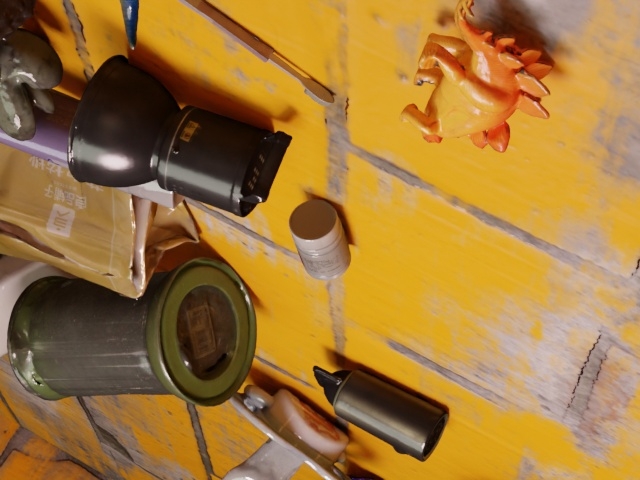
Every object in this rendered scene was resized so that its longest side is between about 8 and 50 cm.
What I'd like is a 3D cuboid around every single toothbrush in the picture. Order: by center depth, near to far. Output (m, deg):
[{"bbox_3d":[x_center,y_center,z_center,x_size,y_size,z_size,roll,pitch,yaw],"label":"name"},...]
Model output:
[{"bbox_3d":[-0.067,-0.190,1.380,0.194,0.014,0.017,36,158,-8],"label":"toothbrush"}]

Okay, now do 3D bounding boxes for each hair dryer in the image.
[{"bbox_3d":[0.089,0.265,2.052,0.195,0.078,0.248,26,162,20],"label":"hair dryer"}]

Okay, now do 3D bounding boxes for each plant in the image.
[{"bbox_3d":[-0.368,-0.222,1.535,0.149,0.146,0.274,12,155,20],"label":"plant"}]

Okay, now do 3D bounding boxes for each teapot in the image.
[{"bbox_3d":[-0.263,0.126,2.010,0.337,0.270,0.200,-5,100,36],"label":"teapot"}]

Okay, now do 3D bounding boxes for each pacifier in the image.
[{"bbox_3d":[-0.072,0.354,2.265,0.279,0.207,0.227,39,175,-13],"label":"pacifier"}]

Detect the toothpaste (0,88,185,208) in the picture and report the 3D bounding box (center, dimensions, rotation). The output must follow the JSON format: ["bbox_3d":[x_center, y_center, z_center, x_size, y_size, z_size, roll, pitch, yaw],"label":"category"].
[{"bbox_3d":[-0.326,-0.142,1.687,0.371,0.125,0.080,23,136,8],"label":"toothpaste"}]

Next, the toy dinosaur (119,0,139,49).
[{"bbox_3d":[-0.154,-0.266,1.279,0.188,0.075,0.248,12,145,26],"label":"toy dinosaur"}]

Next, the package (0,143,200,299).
[{"bbox_3d":[-0.344,-0.045,1.851,0.311,0.165,0.221,20,155,27],"label":"package"}]

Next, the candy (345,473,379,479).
[{"bbox_3d":[0.063,0.460,2.484,0.145,0.070,0.275,24,155,0],"label":"candy"}]

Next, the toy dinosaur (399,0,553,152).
[{"bbox_3d":[0.135,-0.130,1.171,0.117,0.070,0.288,21,161,0],"label":"toy dinosaur"}]

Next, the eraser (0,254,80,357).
[{"bbox_3d":[-0.536,0.070,2.155,0.331,0.331,0.150,20,154,29],"label":"eraser"}]

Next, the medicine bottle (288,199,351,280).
[{"bbox_3d":[0.000,0.000,1.624,0.058,0.058,0.091,22,156,24],"label":"medicine bottle"}]

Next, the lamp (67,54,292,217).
[{"bbox_3d":[-0.139,-0.094,1.543,0.227,0.147,0.172,20,169,10],"label":"lamp"}]
